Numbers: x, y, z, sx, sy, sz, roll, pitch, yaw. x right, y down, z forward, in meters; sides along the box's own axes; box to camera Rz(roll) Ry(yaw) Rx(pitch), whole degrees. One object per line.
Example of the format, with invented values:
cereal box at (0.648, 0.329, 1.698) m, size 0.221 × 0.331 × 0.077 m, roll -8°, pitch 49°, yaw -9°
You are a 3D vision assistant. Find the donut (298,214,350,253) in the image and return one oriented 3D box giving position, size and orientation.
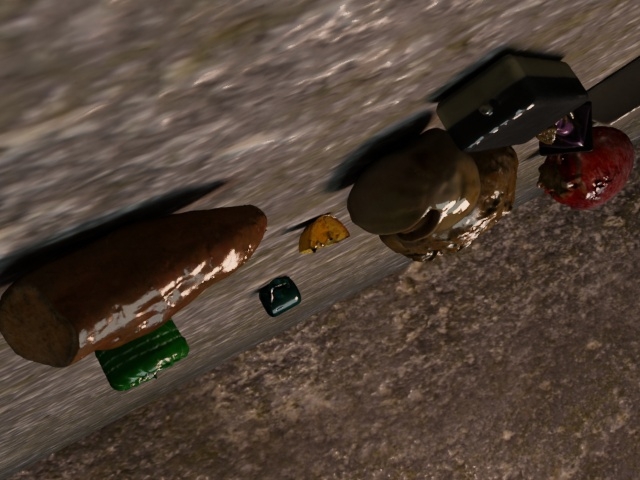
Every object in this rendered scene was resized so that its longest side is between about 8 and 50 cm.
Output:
donut at (0.000, 0.000, 1.188) m, size 0.038 × 0.067 × 0.083 m, roll -14°, pitch -143°, yaw 39°

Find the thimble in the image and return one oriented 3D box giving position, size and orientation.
thimble at (-0.249, 0.149, 1.144) m, size 0.118 × 0.090 × 0.130 m, roll -29°, pitch 172°, yaw -12°

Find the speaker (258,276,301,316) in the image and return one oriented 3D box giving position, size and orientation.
speaker at (-0.077, 0.107, 1.585) m, size 0.075 × 0.060 × 0.094 m, roll -29°, pitch 172°, yaw -7°

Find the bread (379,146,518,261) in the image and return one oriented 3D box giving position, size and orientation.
bread at (0.191, -0.059, 1.186) m, size 0.230 × 0.123 × 0.230 m, roll -39°, pitch 179°, yaw -1°

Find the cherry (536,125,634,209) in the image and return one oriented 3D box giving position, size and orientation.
cherry at (0.611, -0.175, 1.849) m, size 0.250 × 0.175 × 0.192 m, roll -34°, pitch 156°, yaw -25°

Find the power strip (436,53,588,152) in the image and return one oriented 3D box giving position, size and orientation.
power strip at (0.226, -0.160, 0.952) m, size 0.105 × 0.070 × 0.257 m, roll -36°, pitch 171°, yaw 30°

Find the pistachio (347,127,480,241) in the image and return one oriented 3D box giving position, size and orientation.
pistachio at (0.109, -0.063, 1.004) m, size 0.130 × 0.131 × 0.206 m, roll 20°, pitch 167°, yaw -18°

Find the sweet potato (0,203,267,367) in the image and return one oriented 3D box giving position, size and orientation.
sweet potato at (-0.152, 0.031, 0.718) m, size 0.252 × 0.097 × 0.097 m, roll -24°, pitch 171°, yaw -25°

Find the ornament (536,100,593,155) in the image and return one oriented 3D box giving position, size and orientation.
ornament at (0.319, -0.178, 1.185) m, size 0.081 × 0.088 × 0.203 m, roll -6°, pitch 174°, yaw 36°

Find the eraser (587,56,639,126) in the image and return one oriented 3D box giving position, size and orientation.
eraser at (0.579, -0.288, 1.360) m, size 0.352 × 0.077 × 0.111 m, roll -34°, pitch 168°, yaw 33°
